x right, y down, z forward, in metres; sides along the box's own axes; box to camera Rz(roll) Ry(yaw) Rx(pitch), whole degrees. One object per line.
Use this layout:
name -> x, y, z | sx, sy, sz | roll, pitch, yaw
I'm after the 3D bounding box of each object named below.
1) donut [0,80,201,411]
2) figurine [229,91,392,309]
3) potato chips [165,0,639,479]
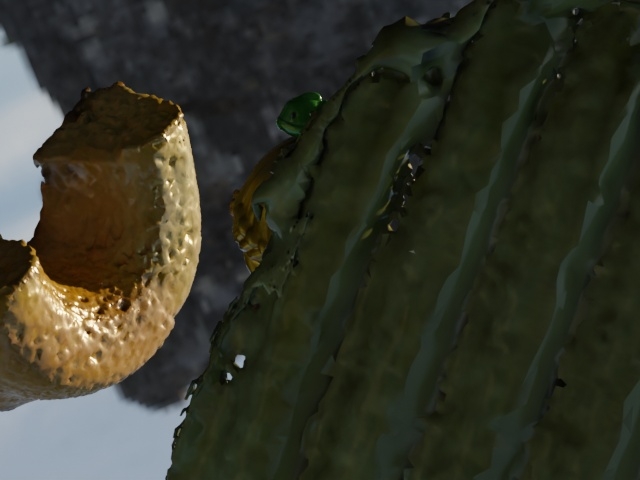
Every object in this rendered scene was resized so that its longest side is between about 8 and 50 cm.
donut -> -0.157, 0.025, 1.194 | 0.101, 0.152, 0.259 | 4, -139, 34
figurine -> 0.000, 0.000, 1.070 | 0.095, 0.156, 0.115 | 6, -160, -25
potato chips -> 0.118, 0.086, 0.894 | 0.358, 0.429, 0.070 | 20, -175, 1
